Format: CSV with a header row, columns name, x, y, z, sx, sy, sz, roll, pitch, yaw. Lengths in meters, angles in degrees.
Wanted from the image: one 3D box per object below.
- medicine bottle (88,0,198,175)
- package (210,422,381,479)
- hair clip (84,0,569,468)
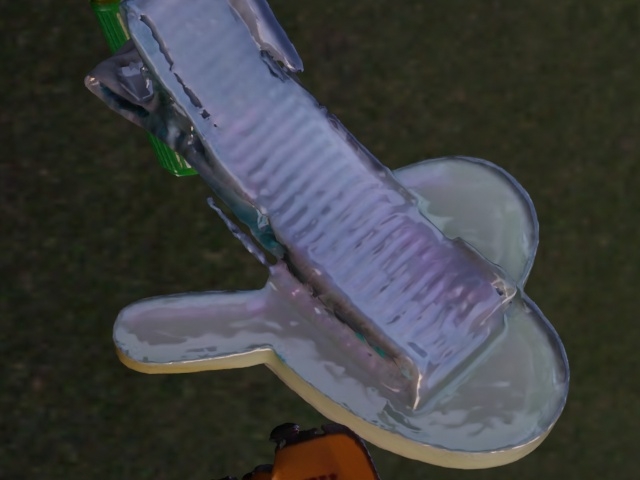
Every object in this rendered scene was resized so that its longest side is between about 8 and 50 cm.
name,x,y,z,sx,sy,sz,roll,pitch,yaw
medicine bottle,-0.099,-0.154,0.935,0.095,0.064,0.260,-28,116,-18
package,-0.008,0.087,0.499,0.033,0.111,0.077,4,82,-26
hair clip,-0.002,0.002,0.706,0.159,0.071,0.218,-41,85,-19
